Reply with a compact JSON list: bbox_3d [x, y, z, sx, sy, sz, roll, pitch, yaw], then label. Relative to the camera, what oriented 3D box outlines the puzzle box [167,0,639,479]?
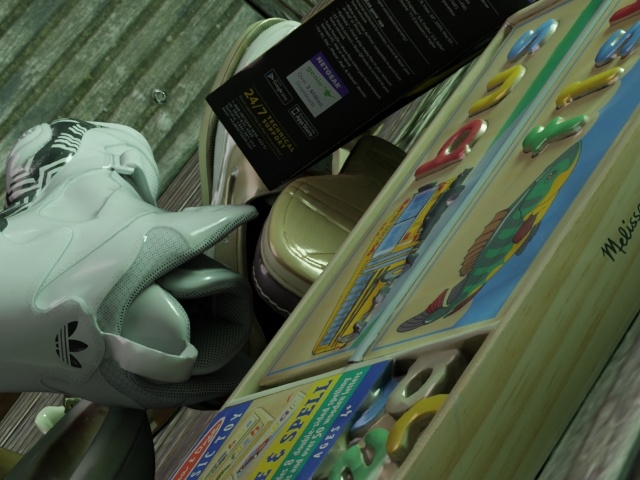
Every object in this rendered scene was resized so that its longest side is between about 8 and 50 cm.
[{"bbox_3d":[0.085,-0.002,0.960,0.409,0.052,0.272,-54,15,-28],"label":"puzzle box"}]

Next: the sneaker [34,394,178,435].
[{"bbox_3d":[-0.191,0.148,1.729,0.192,0.086,0.064,-41,12,44],"label":"sneaker"}]

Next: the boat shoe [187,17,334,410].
[{"bbox_3d":[-0.029,-0.022,1.407,0.103,0.113,0.302,-7,68,49],"label":"boat shoe"}]

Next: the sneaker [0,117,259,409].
[{"bbox_3d":[-0.127,0.016,1.287,0.366,0.210,0.137,-49,-37,-66],"label":"sneaker"}]

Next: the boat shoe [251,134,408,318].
[{"bbox_3d":[0.014,0.009,1.240,0.092,0.103,0.285,-57,-1,20],"label":"boat shoe"}]

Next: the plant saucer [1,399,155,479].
[{"bbox_3d":[-0.219,0.267,1.284,0.400,0.100,0.400,-49,8,9],"label":"plant saucer"}]

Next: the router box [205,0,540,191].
[{"bbox_3d":[0.089,-0.164,1.336,0.243,0.081,0.309,-35,1,28],"label":"router box"}]

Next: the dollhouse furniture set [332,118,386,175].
[{"bbox_3d":[0.153,-0.213,1.670,0.303,0.174,0.355,-42,35,44],"label":"dollhouse furniture set"}]

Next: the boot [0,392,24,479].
[{"bbox_3d":[-0.255,0.170,1.522,0.236,0.089,0.269,-42,-30,3],"label":"boot"}]
